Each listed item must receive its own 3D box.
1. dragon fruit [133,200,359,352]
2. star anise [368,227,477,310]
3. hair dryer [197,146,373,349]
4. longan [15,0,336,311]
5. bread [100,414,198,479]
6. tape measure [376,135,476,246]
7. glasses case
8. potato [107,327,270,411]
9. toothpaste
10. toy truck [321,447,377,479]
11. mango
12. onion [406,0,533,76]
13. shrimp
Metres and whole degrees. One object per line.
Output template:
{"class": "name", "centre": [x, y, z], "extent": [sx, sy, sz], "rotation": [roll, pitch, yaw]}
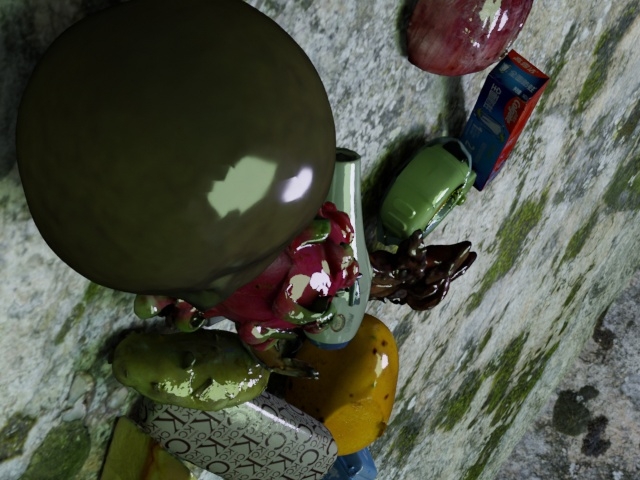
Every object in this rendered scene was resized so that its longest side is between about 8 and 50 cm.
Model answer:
{"class": "dragon fruit", "centre": [-0.087, 0.030, 1.331], "extent": [0.198, 0.272, 0.219], "rotation": [-96, -169, -67]}
{"class": "star anise", "centre": [0.135, 0.070, 1.681], "extent": [0.271, 0.103, 0.272], "rotation": [-12, 159, -5]}
{"class": "hair dryer", "centre": [-0.030, 0.007, 1.482], "extent": [0.298, 0.119, 0.296], "rotation": [10, 105, -41]}
{"class": "longan", "centre": [-0.136, -0.082, 1.003], "extent": [0.319, 0.319, 0.319], "rotation": [-38, 148, -29]}
{"class": "bread", "centre": [-0.209, 0.367, 1.513], "extent": [0.163, 0.167, 0.264], "rotation": [-16, 133, -52]}
{"class": "tape measure", "centre": [0.165, -0.078, 1.684], "extent": [0.200, 0.106, 0.175], "rotation": [-44, 165, -16]}
{"class": "glasses case", "centre": [-0.113, 0.285, 1.556], "extent": [0.137, 0.085, 0.354], "rotation": [-47, 130, 9]}
{"class": "potato", "centre": [-0.165, 0.165, 1.377], "extent": [0.225, 0.117, 0.090], "rotation": [6, 128, -34]}
{"class": "toothpaste", "centre": [0.277, -0.181, 1.680], "extent": [0.066, 0.076, 0.320], "rotation": [-45, 169, -19]}
{"class": "toy truck", "centre": [-0.058, 0.460, 1.848], "extent": [0.367, 0.175, 0.146], "rotation": [-52, 155, -3]}
{"class": "mango", "centre": [0.040, 0.217, 1.704], "extent": [0.159, 0.191, 0.290], "rotation": [5, 141, -19]}
{"class": "onion", "centre": [0.232, -0.353, 1.472], "extent": [0.227, 0.120, 0.284], "rotation": [-36, 147, -41]}
{"class": "shrimp", "centre": [-0.014, 0.113, 1.415], "extent": [0.195, 0.148, 0.035], "rotation": [-16, 149, -18]}
